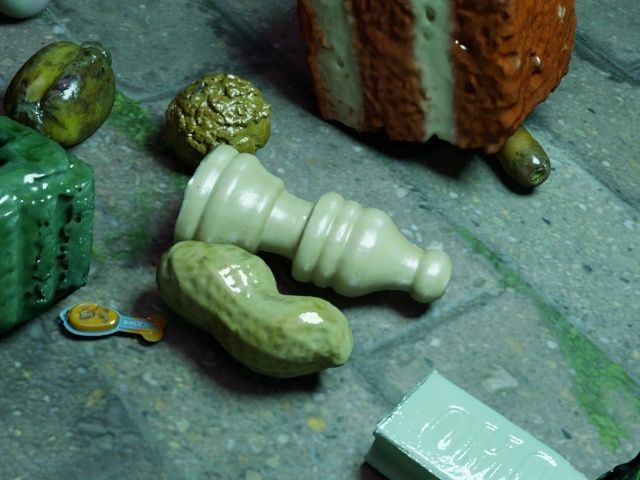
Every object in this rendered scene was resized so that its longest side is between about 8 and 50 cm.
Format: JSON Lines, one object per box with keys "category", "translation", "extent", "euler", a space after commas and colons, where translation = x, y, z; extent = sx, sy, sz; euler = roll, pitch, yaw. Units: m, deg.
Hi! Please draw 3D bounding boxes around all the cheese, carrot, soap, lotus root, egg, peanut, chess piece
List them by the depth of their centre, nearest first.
{"category": "soap", "translation": [0.154, 0.222, 0.972], "extent": [0.198, 0.063, 0.114], "euler": [33, 45, 20]}
{"category": "peanut", "translation": [-0.073, 0.073, 1.056], "extent": [0.229, 0.103, 0.098], "euler": [33, 2, 18]}
{"category": "cheese", "translation": [-0.220, 0.086, 1.065], "extent": [0.111, 0.017, 0.047], "euler": [8, 46, -4]}
{"category": "chess piece", "translation": [0.000, 0.000, 1.147], "extent": [0.307, 0.124, 0.139], "euler": [21, 12, 4]}
{"category": "lotus root", "translation": [-0.320, -0.183, 1.258], "extent": [0.120, 0.120, 0.209], "euler": [18, 43, 7]}
{"category": "carrot", "translation": [0.259, -0.137, 1.378], "extent": [0.060, 0.060, 0.186], "euler": [-4, 38, -16]}
{"category": "egg", "translation": [-0.430, -0.374, 1.436], "extent": [0.103, 0.103, 0.135], "euler": [-3, 48, -16]}

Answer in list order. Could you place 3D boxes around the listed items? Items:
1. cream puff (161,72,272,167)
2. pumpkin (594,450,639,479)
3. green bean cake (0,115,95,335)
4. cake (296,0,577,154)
{"category": "cream puff", "translation": [-0.128, -0.156, 1.277], "extent": [0.126, 0.103, 0.144], "euler": [30, 40, 20]}
{"category": "pumpkin", "translation": [0.338, 0.308, 0.789], "extent": [0.296, 0.295, 0.295], "euler": [6, 43, -6]}
{"category": "green bean cake", "translation": [-0.419, -0.030, 1.003], "extent": [0.308, 0.169, 0.300], "euler": [25, 32, 22]}
{"category": "cake", "translation": [0.158, -0.302, 1.344], "extent": [0.320, 0.270, 0.269], "euler": [11, 37, 29]}
